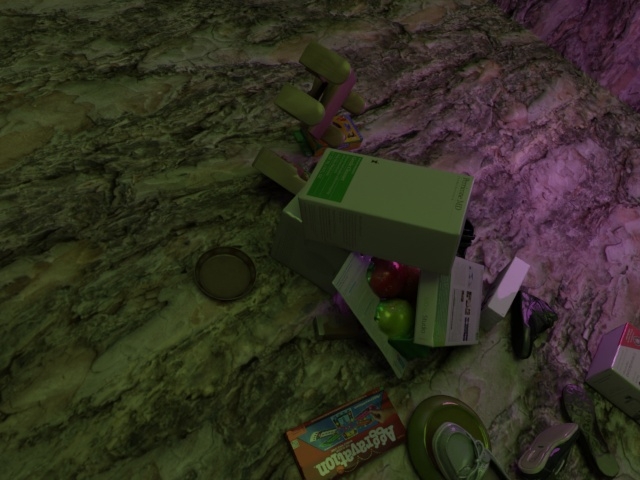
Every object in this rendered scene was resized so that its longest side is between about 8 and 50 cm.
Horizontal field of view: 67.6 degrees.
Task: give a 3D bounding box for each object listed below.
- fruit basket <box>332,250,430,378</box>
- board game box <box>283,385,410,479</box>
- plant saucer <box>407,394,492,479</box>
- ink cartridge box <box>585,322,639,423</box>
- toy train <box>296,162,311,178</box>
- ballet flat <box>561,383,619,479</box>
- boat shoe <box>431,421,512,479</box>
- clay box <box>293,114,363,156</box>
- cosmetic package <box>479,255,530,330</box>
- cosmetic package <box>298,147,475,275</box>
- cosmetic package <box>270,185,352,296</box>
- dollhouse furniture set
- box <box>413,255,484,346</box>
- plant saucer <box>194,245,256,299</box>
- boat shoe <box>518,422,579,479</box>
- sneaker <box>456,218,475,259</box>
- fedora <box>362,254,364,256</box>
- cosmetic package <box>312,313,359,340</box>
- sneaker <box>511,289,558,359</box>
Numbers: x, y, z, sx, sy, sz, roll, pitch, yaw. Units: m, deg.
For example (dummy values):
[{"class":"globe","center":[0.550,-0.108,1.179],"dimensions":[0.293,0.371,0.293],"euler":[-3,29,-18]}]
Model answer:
[{"class":"fruit basket","center":[0.185,0.125,1.260],"dimensions":[0.353,0.165,0.327],"euler":[51,51,-20]},{"class":"board game box","center":[0.067,0.472,1.149],"dimensions":[0.281,0.027,0.145],"euler":[-17,64,-26]},{"class":"plant saucer","center":[0.330,0.502,1.183],"dimensions":[0.240,0.037,0.241],"euler":[10,58,-16]},{"class":"ink cartridge box","center":[0.958,0.415,1.398],"dimensions":[0.283,0.117,0.207],"euler":[39,54,11]},{"class":"toy train","center":[-0.051,-0.229,1.600],"dimensions":[0.083,0.017,0.023],"euler":[47,46,16]},{"class":"ballet flat","center":[0.728,0.519,1.304],"dimensions":[0.084,0.058,0.250],"euler":[-13,53,1]},{"class":"boat shoe","center":[0.379,0.548,1.088],"dimensions":[0.118,0.103,0.320],"euler":[-38,93,-28]},{"class":"clay box","center":[0.026,-0.374,1.699],"dimensions":[0.221,0.053,0.128],"euler":[-15,63,-26]},{"class":"cosmetic package","center":[0.555,0.160,1.465],"dimensions":[0.060,0.099,0.239],"euler":[37,54,10]},{"class":"cosmetic package","center":[0.155,-0.073,1.129],"dimensions":[0.365,0.155,0.197],"euler":[13,52,16]},{"class":"cosmetic package","center":[0.000,0.000,1.328],"dimensions":[0.224,0.224,0.138],"euler":[32,54,6]},{"class":"dollhouse furniture set","center":[0.017,-0.317,1.447],"dimensions":[0.256,0.362,0.394],"euler":[34,97,9]},{"class":"box","center":[0.348,0.159,1.263],"dimensions":[0.322,0.058,0.233],"euler":[15,79,-53]},{"class":"plant saucer","center":[-0.260,0.092,1.309],"dimensions":[0.168,0.029,0.169],"euler":[7,55,-11]},{"class":"boat shoe","center":[0.596,0.551,1.232],"dimensions":[0.233,0.084,0.079],"euler":[-25,89,-33]},{"class":"sneaker","center":[0.415,0.047,1.470],"dimensions":[0.104,0.147,0.296],"euler":[7,56,-14]},{"class":"fedora","center":[0.224,0.043,1.457],"dimensions":[0.194,0.079,0.195],"euler":[8,54,-11]},{"class":"cosmetic package","center":[0.041,0.234,1.294],"dimensions":[0.115,0.041,0.060],"euler":[-1,57,-17]},{"class":"sneaker","center":[0.644,0.261,1.429],"dimensions":[0.130,0.087,0.228],"euler":[19,48,4]}]
